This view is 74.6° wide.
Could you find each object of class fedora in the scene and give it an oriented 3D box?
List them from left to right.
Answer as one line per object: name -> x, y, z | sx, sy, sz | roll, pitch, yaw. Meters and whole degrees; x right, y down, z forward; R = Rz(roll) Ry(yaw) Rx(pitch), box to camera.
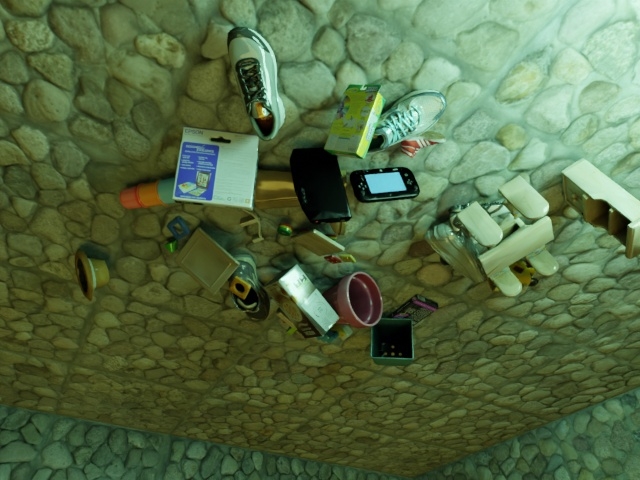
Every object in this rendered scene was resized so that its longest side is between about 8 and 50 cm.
fedora -> -0.788, 0.114, 1.459 | 0.079, 0.194, 0.194 | -16, 149, -40

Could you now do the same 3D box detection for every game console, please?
game console -> 0.102, -0.162, 1.158 | 0.362, 0.212, 0.044 | -7, 163, -20

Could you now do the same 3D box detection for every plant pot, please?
plant pot -> 0.101, 0.231, 1.556 | 0.180, 0.201, 0.201 | -22, 134, 41
plant pot -> 0.306, 0.449, 1.782 | 0.166, 0.165, 0.234 | -1, 149, 11

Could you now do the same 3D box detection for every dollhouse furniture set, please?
dollhouse furniture set -> 0.655, -0.002, 1.190 | 0.394, 0.256, 0.362 | -34, 138, 10

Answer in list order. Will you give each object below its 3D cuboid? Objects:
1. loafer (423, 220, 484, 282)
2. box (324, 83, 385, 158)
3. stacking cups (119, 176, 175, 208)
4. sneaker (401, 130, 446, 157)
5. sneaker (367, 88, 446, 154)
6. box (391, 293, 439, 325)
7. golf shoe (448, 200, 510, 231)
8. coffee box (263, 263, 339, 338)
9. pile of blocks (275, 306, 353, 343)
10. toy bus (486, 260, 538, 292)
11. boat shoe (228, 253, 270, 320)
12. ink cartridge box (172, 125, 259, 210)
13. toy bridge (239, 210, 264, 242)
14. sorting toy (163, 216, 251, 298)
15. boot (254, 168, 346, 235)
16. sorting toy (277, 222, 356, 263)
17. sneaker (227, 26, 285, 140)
loafer -> 0.463, 0.048, 1.430 | 0.112, 0.111, 0.319 | -20, 132, 35
box -> 0.085, -0.292, 1.019 | 0.105, 0.179, 0.043 | 18, 179, 37
stacking cups -> -0.428, -0.151, 1.218 | 0.317, 0.095, 0.095 | -6, 135, 9
sneaker -> 0.278, -0.260, 1.147 | 0.119, 0.042, 0.066 | 5, 132, 5
sneaker -> 0.183, -0.277, 1.055 | 0.283, 0.122, 0.110 | -24, 113, 20
box -> 0.384, 0.289, 1.721 | 0.116, 0.029, 0.162 | 25, 129, -23
golf shoe -> 0.500, -0.072, 1.298 | 0.199, 0.093, 0.077 | -5, 180, 12
coffee box -> -0.068, 0.220, 1.488 | 0.246, 0.098, 0.141 | 52, 148, -6
pile of blocks -> -0.040, 0.358, 1.698 | 0.363, 0.148, 0.113 | 26, 129, -26
toy bus -> 0.711, 0.136, 1.517 | 0.202, 0.104, 0.191 | -34, 127, 29
boat shoe -> -0.275, 0.204, 1.548 | 0.133, 0.130, 0.355 | -8, 135, 8
ink cartridge box -> -0.275, -0.192, 1.128 | 0.207, 0.208, 0.045 | 6, 169, -6
toy bridge -> -0.228, -0.063, 1.351 | 0.063, 0.026, 0.188 | -18, 133, 15
sorting toy -> -0.372, 0.069, 1.398 | 0.348, 0.047, 0.196 | 43, 121, -1
boot -> -0.057, -0.115, 1.266 | 0.270, 0.089, 0.235 | -2, 125, 1
sorting toy -> 0.000, 0.000, 1.377 | 0.275, 0.046, 0.132 | 31, 153, -29
sneaker -> -0.147, -0.361, 0.993 | 0.101, 0.107, 0.271 | -8, 134, 9
